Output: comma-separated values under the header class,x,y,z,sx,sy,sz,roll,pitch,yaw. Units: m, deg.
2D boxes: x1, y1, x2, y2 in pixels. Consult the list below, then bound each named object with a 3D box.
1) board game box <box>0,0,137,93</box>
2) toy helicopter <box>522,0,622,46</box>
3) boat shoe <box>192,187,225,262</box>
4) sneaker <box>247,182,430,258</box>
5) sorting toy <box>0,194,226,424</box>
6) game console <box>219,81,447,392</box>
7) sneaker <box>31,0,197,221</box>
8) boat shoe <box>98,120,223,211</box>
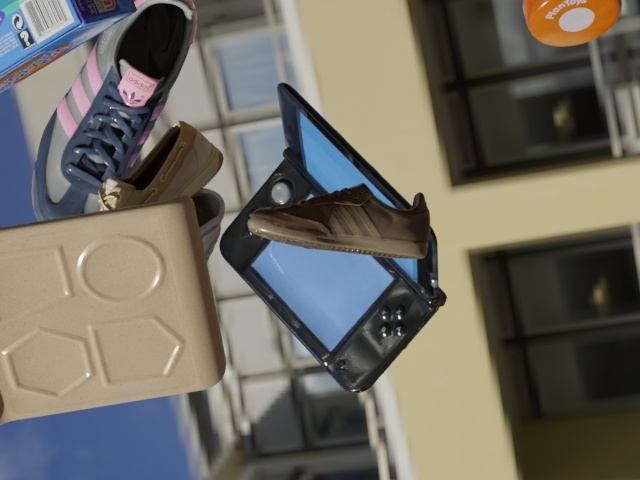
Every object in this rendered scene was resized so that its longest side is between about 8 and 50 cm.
class,x,y,z,sx,sy,sz,roll,pitch,yaw
board game box,-0.206,-0.190,1.035,0.047,0.160,0.210,-24,-89,-50
toy helicopter,0.255,-0.324,1.511,0.235,0.355,0.140,32,-142,-46
boat shoe,-0.258,0.003,2.388,0.367,0.156,0.136,-17,-122,-42
sneaker,0.020,-0.026,1.901,0.066,0.188,0.071,158,119,-76
sorting toy,-0.190,0.056,1.493,0.038,0.208,0.193,-107,7,-53
game console,0.000,0.000,2.252,0.293,0.250,0.173,46,-166,26
sneaker,-0.235,-0.151,2.108,0.319,0.112,0.131,-68,17,-4
boat shoe,-0.161,-0.035,1.592,0.059,0.170,0.063,49,168,-28
